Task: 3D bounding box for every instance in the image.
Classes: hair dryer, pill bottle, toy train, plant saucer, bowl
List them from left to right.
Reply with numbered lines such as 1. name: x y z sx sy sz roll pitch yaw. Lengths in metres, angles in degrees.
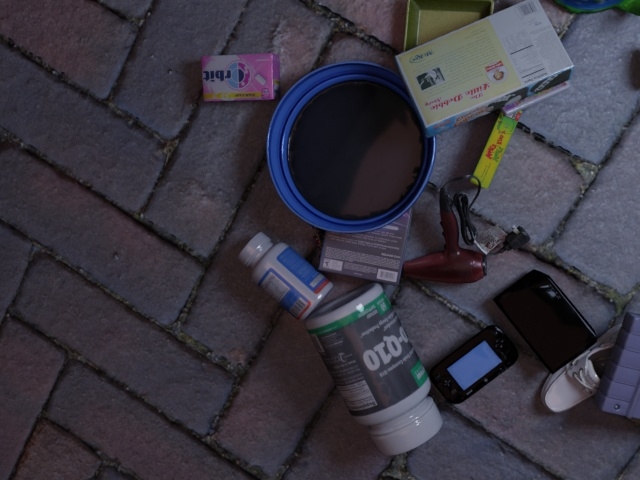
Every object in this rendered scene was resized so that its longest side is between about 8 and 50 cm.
1. pill bottle: -0.088 0.082 1.748 0.221 0.124 0.124 41 106 5
2. toy train: 0.000 0.000 1.764 0.036 0.027 0.158 -13 96 26
3. bowl: 0.071 -0.209 1.655 0.391 0.077 0.390 0 90 16
4. pill bottle: 0.129 0.299 1.686 0.204 0.204 0.361 -27 93 16
5. plant saucer: 0.282 -0.445 1.615 0.188 0.045 0.188 7 101 13
6. hair dryer: 0.304 -0.002 1.646 0.223 0.080 0.293 44 118 -3

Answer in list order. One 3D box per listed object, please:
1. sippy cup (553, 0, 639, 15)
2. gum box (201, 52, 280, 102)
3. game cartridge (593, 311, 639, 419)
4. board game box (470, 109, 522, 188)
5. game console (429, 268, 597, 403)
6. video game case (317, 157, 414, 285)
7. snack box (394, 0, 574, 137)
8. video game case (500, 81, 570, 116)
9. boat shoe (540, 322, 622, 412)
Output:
1. sippy cup: 0.554 -0.586 1.434 0.306 0.224 0.239 14 102 11
2. gum box: -0.195 -0.388 1.730 0.189 0.062 0.107 1 99 13
3. game cartridge: 0.794 0.294 1.551 0.355 0.068 0.230 13 106 -6
4. board game box: 0.389 -0.208 1.602 0.043 0.092 0.181 24 104 10
5. game console: 0.423 0.247 1.647 0.361 0.044 0.213 -39 77 6
6. video game case: 0.113 -0.045 1.706 0.196 0.026 0.274 11 92 9
7. snack box: 0.338 -0.363 1.518 0.322 0.060 0.187 -22 70 7
8. video game case: 0.430 -0.353 1.553 0.157 0.019 0.143 -24 70 -8
9. boat shoe: 0.608 0.294 1.625 0.098 0.096 0.277 44 105 4
